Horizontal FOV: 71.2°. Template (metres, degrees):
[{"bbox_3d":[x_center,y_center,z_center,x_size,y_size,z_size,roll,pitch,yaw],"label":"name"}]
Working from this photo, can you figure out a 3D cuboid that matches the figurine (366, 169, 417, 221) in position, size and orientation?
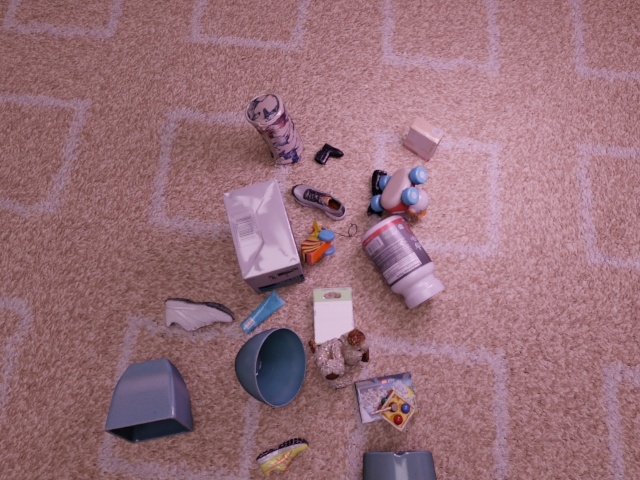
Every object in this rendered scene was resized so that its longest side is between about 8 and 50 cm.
[{"bbox_3d":[0.327,-0.197,2.037,0.214,0.092,0.210,11,81,2],"label":"figurine"}]

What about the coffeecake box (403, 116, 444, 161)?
[{"bbox_3d":[0.472,-0.461,2.057,0.142,0.185,0.068,35,76,9],"label":"coffeecake box"}]

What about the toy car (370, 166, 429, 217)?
[{"bbox_3d":[0.384,-0.168,1.913,0.238,0.219,0.210,38,63,-27],"label":"toy car"}]

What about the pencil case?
[{"bbox_3d":[-0.193,-0.474,1.941,0.159,0.410,0.184,8,77,13],"label":"pencil case"}]

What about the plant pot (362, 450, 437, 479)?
[{"bbox_3d":[0.284,0.927,1.579,0.341,0.341,0.334,-1,66,-1],"label":"plant pot"}]

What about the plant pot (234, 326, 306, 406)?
[{"bbox_3d":[-0.219,0.485,1.747,0.195,0.290,0.290,-7,69,37],"label":"plant pot"}]

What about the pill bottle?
[{"bbox_3d":[0.346,0.093,1.877,0.210,0.210,0.363,-30,76,-9],"label":"pill bottle"}]

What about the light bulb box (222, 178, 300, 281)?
[{"bbox_3d":[-0.219,-0.001,1.823,0.225,0.361,0.358,-16,74,-3],"label":"light bulb box"}]

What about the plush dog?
[{"bbox_3d":[0.091,0.437,1.762,0.225,0.262,0.211,-28,57,-4],"label":"plush dog"}]

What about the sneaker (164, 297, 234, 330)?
[{"bbox_3d":[-0.508,0.317,1.874,0.297,0.111,0.129,7,89,6],"label":"sneaker"}]

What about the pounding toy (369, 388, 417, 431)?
[{"bbox_3d":[0.275,0.651,1.716,0.141,0.100,0.130,36,77,8],"label":"pounding toy"}]

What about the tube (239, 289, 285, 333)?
[{"bbox_3d":[-0.247,0.306,1.892,0.207,0.052,0.080,-42,111,-13],"label":"tube"}]

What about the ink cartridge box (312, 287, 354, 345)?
[{"bbox_3d":[0.054,0.322,1.886,0.171,0.056,0.235,-2,72,-1],"label":"ink cartridge box"}]

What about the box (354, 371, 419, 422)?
[{"bbox_3d":[0.264,0.629,1.799,0.233,0.044,0.159,-9,74,-3],"label":"box"}]

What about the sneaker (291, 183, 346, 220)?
[{"bbox_3d":[-0.005,-0.189,2.014,0.271,0.108,0.100,25,76,8],"label":"sneaker"}]

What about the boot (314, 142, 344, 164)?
[{"bbox_3d":[0.038,-0.397,2.109,0.121,0.045,0.099,30,73,16],"label":"boot"}]

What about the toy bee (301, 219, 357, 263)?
[{"bbox_3d":[0.000,0.000,1.948,0.162,0.298,0.195,24,110,34],"label":"toy bee"}]

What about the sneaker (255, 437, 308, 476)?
[{"bbox_3d":[-0.137,0.837,1.724,0.208,0.081,0.094,-24,82,0],"label":"sneaker"}]

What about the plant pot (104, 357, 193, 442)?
[{"bbox_3d":[-0.639,0.600,1.711,0.247,0.247,0.252,-9,55,-3],"label":"plant pot"}]
